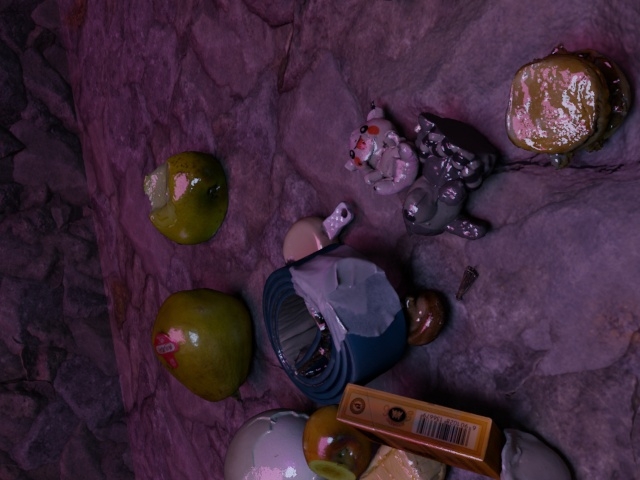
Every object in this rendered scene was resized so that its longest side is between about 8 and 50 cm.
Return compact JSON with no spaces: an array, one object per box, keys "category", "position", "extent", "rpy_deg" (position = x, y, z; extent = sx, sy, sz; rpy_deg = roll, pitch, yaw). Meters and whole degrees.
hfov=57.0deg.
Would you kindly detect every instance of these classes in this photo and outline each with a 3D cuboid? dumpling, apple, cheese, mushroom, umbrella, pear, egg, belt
[{"category":"dumpling","position":[0.353,0.406,0.981],"extent":[0.108,0.127,0.188],"rpy_deg":[-42,70,37]},{"category":"apple","position":[0.034,0.435,1.263],"extent":[0.147,0.147,0.163],"rpy_deg":[151,132,-71]},{"category":"cheese","position":[-0.008,-0.018,1.410],"extent":[0.163,0.071,0.248],"rpy_deg":[48,131,34]},{"category":"mushroom","position":[0.197,0.150,1.171],"extent":[0.126,0.085,0.109],"rpy_deg":[6,112,61]},{"category":"umbrella","position":[0.274,0.079,1.115],"extent":[0.031,0.020,0.083],"rpy_deg":[45,134,38]},{"category":"pear","position":[-0.410,-0.143,1.822],"extent":[0.282,0.176,0.286],"rpy_deg":[-23,79,49]},{"category":"egg","position":[-0.088,0.552,1.443],"extent":[0.336,0.278,0.278],"rpy_deg":[-34,70,52]},{"category":"belt","position":[0.013,0.181,1.262],"extent":[0.300,0.173,0.436],"rpy_deg":[56,149,14]},{"category":"pear","position":[-0.327,0.313,1.727],"extent":[0.287,0.287,0.375],"rpy_deg":[-31,88,50]}]

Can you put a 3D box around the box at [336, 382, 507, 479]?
[{"category":"box","position":[0.189,0.349,1.080],"extent":[0.274,0.174,0.076],"rpy_deg":[6,62,31]}]

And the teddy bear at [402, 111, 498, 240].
[{"category":"teddy bear","position":[0.225,-0.084,1.052],"extent":[0.171,0.144,0.250],"rpy_deg":[28,121,30]}]

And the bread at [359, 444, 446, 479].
[{"category":"bread","position":[0.173,0.499,1.244],"extent":[0.140,0.106,0.236],"rpy_deg":[51,133,32]}]

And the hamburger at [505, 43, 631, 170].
[{"category":"hamburger","position":[0.366,-0.192,0.869],"extent":[0.159,0.131,0.184],"rpy_deg":[20,119,39]}]

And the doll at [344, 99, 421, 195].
[{"category":"doll","position":[0.128,-0.178,1.193],"extent":[0.192,0.095,0.149],"rpy_deg":[47,124,39]}]
